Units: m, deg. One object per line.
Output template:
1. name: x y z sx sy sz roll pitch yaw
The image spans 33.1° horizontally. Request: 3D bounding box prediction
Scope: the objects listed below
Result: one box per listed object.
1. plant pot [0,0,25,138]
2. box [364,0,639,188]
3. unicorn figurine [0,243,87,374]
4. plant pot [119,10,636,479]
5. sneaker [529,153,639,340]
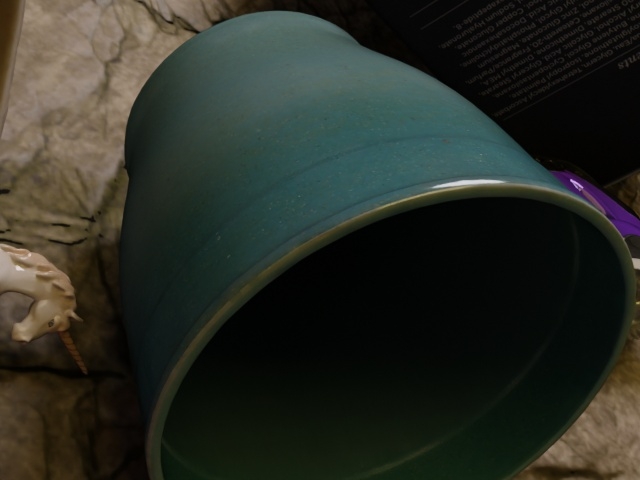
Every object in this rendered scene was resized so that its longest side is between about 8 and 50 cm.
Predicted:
1. plant pot: -0.261 -0.062 0.264 0.305 0.334 0.333 14 45 -7
2. box: 0.182 -0.280 0.943 0.395 0.212 0.293 40 36 -32
3. unicorn figurine: -0.211 0.015 0.617 0.111 0.060 0.162 -19 66 -43
4. plant pot: 0.000 0.000 0.640 0.272 0.271 0.255 5 37 -31
5. sneaker: 0.158 -0.020 0.883 0.293 0.102 0.146 21 40 -24
